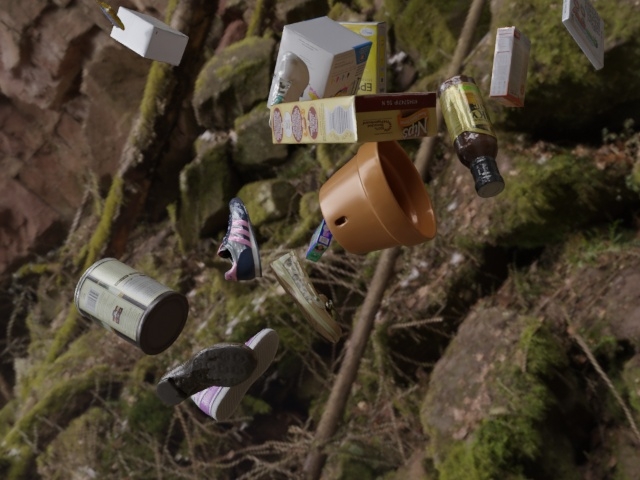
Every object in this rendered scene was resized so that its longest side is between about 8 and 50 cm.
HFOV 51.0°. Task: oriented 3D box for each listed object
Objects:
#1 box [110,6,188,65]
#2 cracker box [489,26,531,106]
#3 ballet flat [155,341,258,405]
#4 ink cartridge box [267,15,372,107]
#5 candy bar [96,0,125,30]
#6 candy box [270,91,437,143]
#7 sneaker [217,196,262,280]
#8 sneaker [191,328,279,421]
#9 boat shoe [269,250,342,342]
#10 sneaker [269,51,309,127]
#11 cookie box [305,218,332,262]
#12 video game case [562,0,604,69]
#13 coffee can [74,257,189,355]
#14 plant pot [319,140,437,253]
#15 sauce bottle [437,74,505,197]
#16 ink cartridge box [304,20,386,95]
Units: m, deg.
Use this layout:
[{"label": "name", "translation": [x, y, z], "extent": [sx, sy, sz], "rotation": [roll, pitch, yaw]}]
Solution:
[{"label": "box", "translation": [-0.485, -0.578, 1.905], "extent": [0.130, 0.170, 0.091], "rotation": [0, -59, -54]}, {"label": "cracker box", "translation": [0.641, -0.581, 2.262], "extent": [0.156, 0.067, 0.232], "rotation": [8, -90, -53]}, {"label": "ballet flat", "translation": [-0.194, 0.224, 1.160], "extent": [0.250, 0.084, 0.058], "rotation": [-31, 10, 36]}, {"label": "ink cartridge box", "translation": [-0.004, -0.426, 1.736], "extent": [0.171, 0.168, 0.232], "rotation": [-33, -30, -44]}, {"label": "candy bar", "translation": [-0.539, -0.581, 1.736], "extent": [0.018, 0.040, 0.161], "rotation": [-61, 2, -3]}, {"label": "candy box", "translation": [0.054, -0.234, 1.302], "extent": [0.183, 0.087, 0.316], "rotation": [-9, 12, -30]}, {"label": "sneaker", "translation": [-0.284, -0.008, 2.211], "extent": [0.131, 0.319, 0.112], "rotation": [-13, -35, -10]}, {"label": "sneaker", "translation": [-0.246, 0.336, 1.831], "extent": [0.282, 0.161, 0.102], "rotation": [-50, -43, -20]}, {"label": "boat shoe", "translation": [-0.025, 0.144, 1.779], "extent": [0.089, 0.285, 0.104], "rotation": [-34, -21, -13]}, {"label": "sneaker", "translation": [-0.085, -0.350, 1.603], "extent": [0.094, 0.080, 0.212], "rotation": [-55, -10, -31]}, {"label": "cookie box", "translation": [0.000, 0.000, 1.949], "extent": [0.107, 0.040, 0.092], "rotation": [125, 166, -55]}, {"label": "video game case", "translation": [0.558, -0.462, 1.419], "extent": [0.019, 0.157, 0.143], "rotation": [-17, 48, 43]}, {"label": "coffee can", "translation": [-0.565, 0.194, 2.016], "extent": [0.201, 0.275, 0.201], "rotation": [-45, -31, -38]}, {"label": "plant pot", "translation": [0.134, -0.095, 1.683], "extent": [0.203, 0.291, 0.291], "rotation": [-26, 12, 26]}, {"label": "sauce bottle", "translation": [0.389, -0.266, 1.713], "extent": [0.111, 0.111, 0.344], "rotation": [-49, 44, 48]}, {"label": "ink cartridge box", "translation": [0.075, -0.544, 2.158], "extent": [0.072, 0.303, 0.307], "rotation": [-22, -61, -47]}]
